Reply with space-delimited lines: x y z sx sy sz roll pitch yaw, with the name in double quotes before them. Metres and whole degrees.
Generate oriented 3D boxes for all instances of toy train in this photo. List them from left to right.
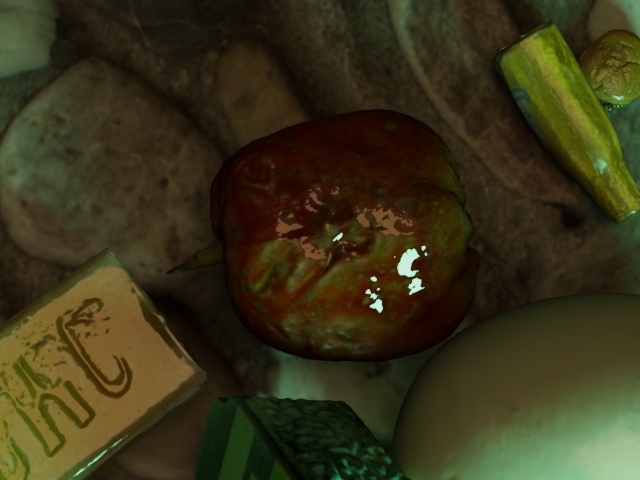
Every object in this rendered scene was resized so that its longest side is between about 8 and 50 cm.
"toy train" -0.015 0.274 1.603 0.167 0.299 0.238 6 112 -27

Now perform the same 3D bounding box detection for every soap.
"soap" -0.264 0.153 1.703 0.274 0.089 0.173 -38 87 -11

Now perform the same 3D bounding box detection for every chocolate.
"chocolate" 0.263 -0.116 1.823 0.085 0.085 0.219 -33 89 -12

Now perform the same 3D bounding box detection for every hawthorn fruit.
"hawthorn fruit" 0.024 -0.004 1.683 0.261 0.258 0.258 14 78 -25

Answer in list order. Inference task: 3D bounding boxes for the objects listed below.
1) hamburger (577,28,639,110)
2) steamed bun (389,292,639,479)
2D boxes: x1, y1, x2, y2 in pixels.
"hamburger" 0.308 -0.178 1.857 0.076 0.044 0.083 37 75 0
"steamed bun" 0.249 0.204 1.633 0.374 0.334 0.334 -9 80 9
